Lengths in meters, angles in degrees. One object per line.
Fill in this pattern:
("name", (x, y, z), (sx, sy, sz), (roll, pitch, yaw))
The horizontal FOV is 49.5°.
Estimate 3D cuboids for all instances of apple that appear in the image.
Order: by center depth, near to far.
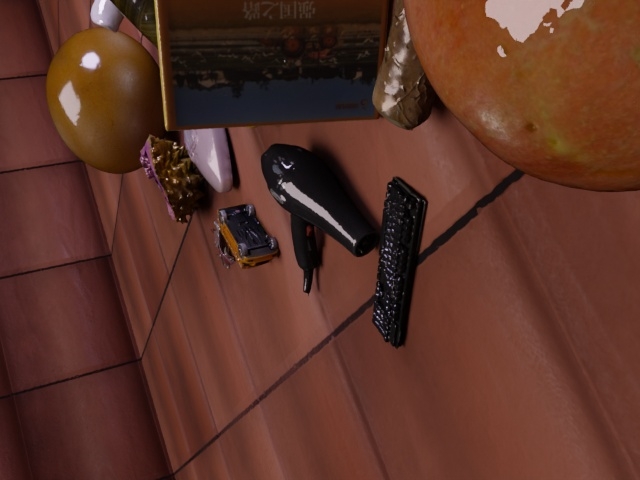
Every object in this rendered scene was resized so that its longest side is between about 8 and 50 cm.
("apple", (0.177, -0.158, 0.393), (0.253, 0.254, 0.253), (40, 136, 53))

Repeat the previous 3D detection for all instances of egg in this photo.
("egg", (-0.513, -0.336, 1.691), (0.283, 0.283, 0.351), (22, 129, 61))

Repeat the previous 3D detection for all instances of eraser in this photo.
("eraser", (-0.238, -0.198, 1.437), (0.204, 0.059, 0.243), (110, 144, -50))

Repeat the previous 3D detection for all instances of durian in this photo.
("durian", (-0.332, -0.137, 1.623), (0.191, 0.112, 0.341), (58, 167, 0))

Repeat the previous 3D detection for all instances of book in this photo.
("book", (-0.048, -0.301, 0.748), (0.028, 0.263, 0.373), (-117, 25, -56))

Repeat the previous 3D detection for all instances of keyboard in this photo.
("keyboard", (0.094, 0.034, 0.896), (0.072, 0.023, 0.231), (-130, 36, -49))

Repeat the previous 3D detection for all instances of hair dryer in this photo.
("hair dryer", (0.000, 0.000, 1.053), (0.235, 0.091, 0.271), (45, 154, 33))

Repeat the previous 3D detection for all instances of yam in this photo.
("yam", (0.103, -0.278, 0.661), (0.081, 0.081, 0.356), (51, 143, 44))

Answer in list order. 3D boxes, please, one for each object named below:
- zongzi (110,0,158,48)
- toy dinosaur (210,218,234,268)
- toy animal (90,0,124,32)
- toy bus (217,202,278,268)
("zongzi", (-0.266, -0.468, 1.093), (0.403, 0.208, 0.432), (-96, -20, -64))
("toy dinosaur", (-0.215, 0.003, 1.525), (0.220, 0.032, 0.108), (-130, 31, -61))
("toy animal", (-0.379, -0.592, 1.372), (0.183, 0.247, 0.309), (17, 138, 23))
("toy bus", (-0.140, -0.002, 1.317), (0.162, 0.070, 0.074), (54, 148, 43))
